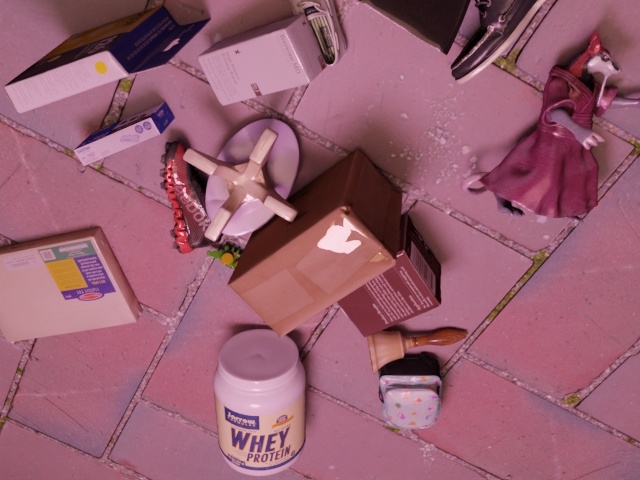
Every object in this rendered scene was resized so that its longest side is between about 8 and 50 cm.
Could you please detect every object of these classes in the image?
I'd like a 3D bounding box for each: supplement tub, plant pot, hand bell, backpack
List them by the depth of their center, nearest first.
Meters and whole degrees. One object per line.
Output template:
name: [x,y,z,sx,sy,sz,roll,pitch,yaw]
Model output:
plant pot: [0.184,-0.460,1.261,0.188,0.187,0.167,30,110,-9]
hand bell: [0.240,0.252,1.742,0.242,0.126,0.126,-8,120,1]
backpack: [0.232,0.401,1.801,0.166,0.144,0.188,-4,127,6]
supplement tub: [-0.154,0.416,1.816,0.236,0.235,0.324,5,122,7]

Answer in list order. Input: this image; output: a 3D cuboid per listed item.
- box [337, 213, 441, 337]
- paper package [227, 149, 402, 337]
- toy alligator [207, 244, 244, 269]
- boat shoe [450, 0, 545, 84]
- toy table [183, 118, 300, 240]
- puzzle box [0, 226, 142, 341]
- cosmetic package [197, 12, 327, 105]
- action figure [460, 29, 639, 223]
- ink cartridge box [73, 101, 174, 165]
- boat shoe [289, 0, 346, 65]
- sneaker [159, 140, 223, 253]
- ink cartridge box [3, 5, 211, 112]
box: [0.147,0.079,1.598,0.203,0.167,0.168,-25,115,23]
paper package: [0.000,0.000,1.490,0.325,0.309,0.168,-35,108,26]
toy alligator: [-0.183,0.056,1.712,0.190,0.056,0.051,29,81,-8]
boat shoe: [0.337,-0.440,1.271,0.113,0.127,0.340,37,118,-12]
toy table: [-0.154,-0.127,1.472,0.252,0.161,0.274,19,100,0]
puzzle box: [-0.699,0.124,1.837,0.409,0.052,0.272,-10,119,15]
cosmetic package: [-0.116,-0.352,1.387,0.231,0.085,0.117,-6,123,38]
action figure: [0.478,-0.226,1.386,0.276,0.248,0.369,29,118,43]
ink cartridge box: [-0.430,-0.234,1.544,0.207,0.097,0.046,-18,116,19]
boat shoe: [-0.009,-0.444,1.355,0.083,0.075,0.226,-23,115,21]
sneaker: [-0.285,-0.099,1.605,0.135,0.097,0.275,-3,118,5]
ink cartridge box: [-0.395,-0.363,1.337,0.307,0.303,0.072,-15,118,17]
